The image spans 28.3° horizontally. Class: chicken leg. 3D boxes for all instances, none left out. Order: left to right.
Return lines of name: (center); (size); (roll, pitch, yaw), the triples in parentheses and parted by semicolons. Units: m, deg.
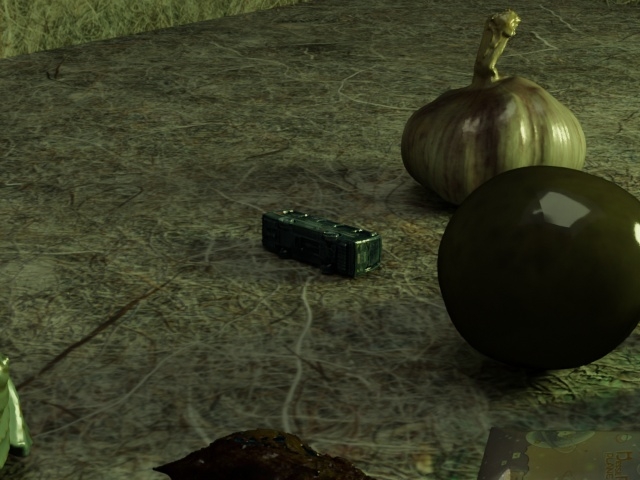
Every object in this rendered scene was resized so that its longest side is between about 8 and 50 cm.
chicken leg: (-0.023, 0.185, 0.912); (0.105, 0.063, 0.234); (-9, 18, -35)

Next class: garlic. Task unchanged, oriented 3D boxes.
garlic: (0.231, -0.177, 1.667); (0.245, 0.253, 0.245); (2, 11, 0)

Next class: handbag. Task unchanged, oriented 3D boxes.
handbag: (0.194, 0.182, 0.872); (0.173, 0.095, 0.117); (-4, 23, 19)

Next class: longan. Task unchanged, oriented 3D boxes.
longan: (0.204, 0.025, 1.164); (0.196, 0.196, 0.220); (-7, 11, -16)

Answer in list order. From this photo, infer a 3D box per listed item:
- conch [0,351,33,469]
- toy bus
conch: (-0.374, 0.113, 0.934); (0.319, 0.215, 0.303); (1, 9, 6)
toy bus: (0.000, 0.000, 1.469); (0.065, 0.047, 0.166); (-14, 22, -42)
